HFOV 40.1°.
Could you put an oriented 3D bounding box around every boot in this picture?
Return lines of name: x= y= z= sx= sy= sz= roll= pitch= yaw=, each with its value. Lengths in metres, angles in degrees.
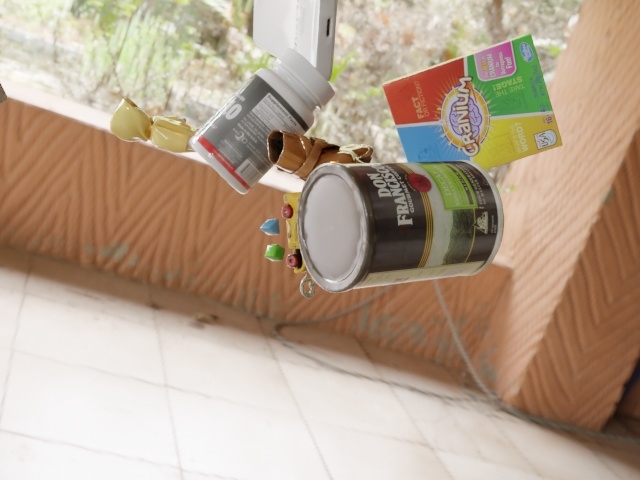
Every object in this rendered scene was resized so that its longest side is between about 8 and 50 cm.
boot: x=-0.006 y=-0.155 z=1.711 sx=0.220 sy=0.109 sz=0.283 roll=17 pitch=18 yaw=-17

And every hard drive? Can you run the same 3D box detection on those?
hard drive: x=-0.064 y=-0.519 z=1.985 sx=0.047 sy=0.233 sz=0.353 roll=-9 pitch=28 yaw=-25

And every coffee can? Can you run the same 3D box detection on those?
coffee can: x=0.129 y=-0.029 z=1.425 sx=0.275 sy=0.201 sz=0.201 roll=-5 pitch=23 yaw=-33

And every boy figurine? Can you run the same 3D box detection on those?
boy figurine: x=-0.311 y=-0.239 z=1.901 sx=0.285 sy=0.092 sz=0.177 roll=13 pitch=20 yaw=-18

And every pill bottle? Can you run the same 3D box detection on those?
pill bottle: x=-0.116 y=-0.246 z=1.789 sx=0.161 sy=0.283 sz=0.161 roll=44 pitch=-1 yaw=1

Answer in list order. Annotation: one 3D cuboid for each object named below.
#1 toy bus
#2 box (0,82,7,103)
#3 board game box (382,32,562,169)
toy bus: x=-0.005 y=-0.011 z=1.758 sx=0.104 sy=0.191 sz=0.202 roll=-3 pitch=-39 yaw=41
box: x=-0.636 y=-0.248 z=1.327 sx=0.311 sy=0.121 sz=0.148 roll=17 pitch=49 yaw=38
board game box: x=0.315 y=-0.264 z=1.829 sx=0.316 sy=0.242 sz=0.064 roll=-18 pitch=12 yaw=10
